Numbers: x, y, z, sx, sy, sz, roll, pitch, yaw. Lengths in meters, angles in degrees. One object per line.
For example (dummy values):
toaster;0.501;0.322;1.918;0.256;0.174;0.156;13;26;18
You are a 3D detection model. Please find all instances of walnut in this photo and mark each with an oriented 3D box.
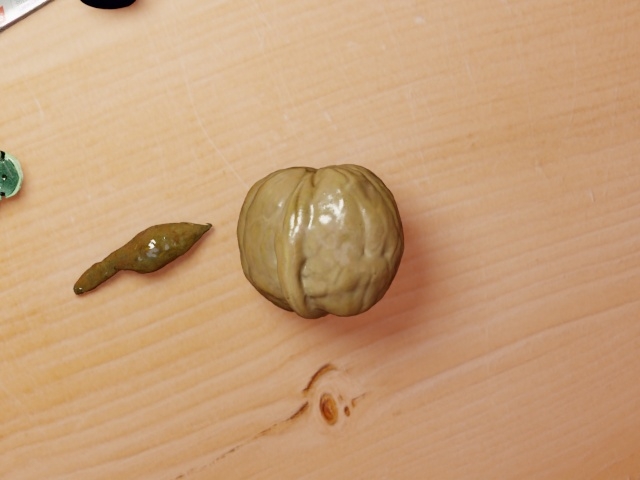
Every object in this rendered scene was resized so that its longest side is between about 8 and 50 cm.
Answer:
walnut;0.000;0.000;1.635;0.296;0.285;0.285;6;112;28

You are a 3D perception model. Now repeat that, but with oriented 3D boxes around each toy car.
toy car;-0.578;-0.111;1.574;0.186;0.058;0.093;4;108;-2

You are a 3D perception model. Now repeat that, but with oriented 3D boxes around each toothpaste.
toothpaste;-0.469;-0.378;1.522;0.196;0.040;0.047;-31;110;-1

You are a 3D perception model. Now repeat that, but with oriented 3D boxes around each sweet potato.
sweet potato;-0.315;0.026;1.675;0.270;0.075;0.074;-25;112;0

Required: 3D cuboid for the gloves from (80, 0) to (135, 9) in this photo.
gloves;-0.340;-0.480;1.485;0.140;0.131;0.218;-3;73;-21
